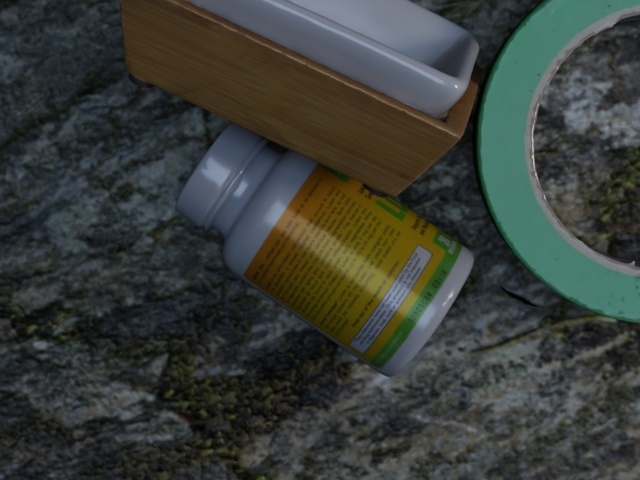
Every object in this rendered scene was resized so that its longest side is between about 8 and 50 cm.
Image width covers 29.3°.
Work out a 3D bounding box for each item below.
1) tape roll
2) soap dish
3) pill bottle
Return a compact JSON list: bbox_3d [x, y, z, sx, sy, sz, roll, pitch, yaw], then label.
[{"bbox_3d":[0.297,-0.089,1.091,0.321,0.077,0.321,0,97,4],"label":"tape roll"},{"bbox_3d":[-0.012,-0.158,1.039,0.291,0.229,0.118,26,114,1],"label":"soap dish"},{"bbox_3d":[0.000,0.000,1.089,0.246,0.136,0.136,34,97,0],"label":"pill bottle"}]
